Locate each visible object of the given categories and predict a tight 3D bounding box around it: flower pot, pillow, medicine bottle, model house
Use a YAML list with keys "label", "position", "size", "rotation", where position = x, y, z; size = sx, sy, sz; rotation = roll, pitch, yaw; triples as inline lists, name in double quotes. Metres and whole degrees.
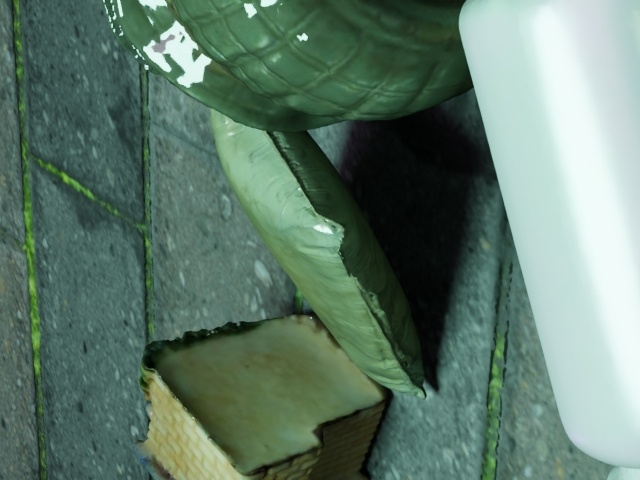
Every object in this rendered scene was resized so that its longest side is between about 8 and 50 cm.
- label: "flower pot"
  position: [0.004, -0.224, 1.082]
  size: [0.213, 0.301, 0.302]
  rotation: [-18, 90, 58]
- label: "pillow"
  position: [0.000, 0.000, 1.269]
  size: [0.185, 0.075, 0.302]
  rotation: [54, 176, 31]
- label: "medicine bottle"
  position: [0.221, 0.011, 0.940]
  size: [0.213, 0.213, 0.379]
  rotation: [-8, 98, 55]
- label: "model house"
  position: [-0.055, 0.180, 1.433]
  size: [0.166, 0.183, 0.172]
  rotation: [44, 136, 35]
